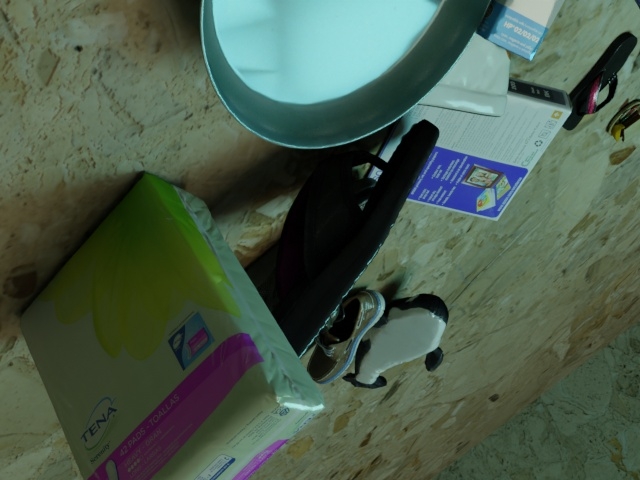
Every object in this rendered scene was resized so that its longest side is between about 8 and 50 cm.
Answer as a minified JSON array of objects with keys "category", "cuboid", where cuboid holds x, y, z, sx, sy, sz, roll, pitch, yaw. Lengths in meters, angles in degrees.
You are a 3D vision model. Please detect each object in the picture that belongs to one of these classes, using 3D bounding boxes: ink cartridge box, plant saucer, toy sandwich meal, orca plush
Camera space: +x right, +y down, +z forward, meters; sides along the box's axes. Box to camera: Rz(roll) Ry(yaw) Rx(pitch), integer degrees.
[{"category":"ink cartridge box","cuboid":[0.179,-0.125,1.372,0.208,0.045,0.206,10,135,-19]},{"category":"plant saucer","cuboid":[0.028,-0.227,0.922,0.317,0.044,0.318,-24,137,-24]},{"category":"toy sandwich meal","cuboid":[0.522,-0.199,1.824,0.085,0.029,0.086,-32,156,-16]},{"category":"orca plush","cuboid":[0.142,0.158,1.829,0.287,0.151,0.102,106,10,-50]},{"category":"ink cartridge box","cuboid":[0.204,-0.278,1.042,0.061,0.104,0.181,19,108,-27]}]

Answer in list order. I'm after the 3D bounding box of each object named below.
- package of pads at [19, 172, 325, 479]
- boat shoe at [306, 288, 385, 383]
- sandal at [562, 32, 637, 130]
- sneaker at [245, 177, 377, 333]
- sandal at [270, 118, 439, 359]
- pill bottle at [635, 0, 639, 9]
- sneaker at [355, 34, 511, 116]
[{"category":"package of pads","cuboid":[-0.157,0.117,1.044,0.229,0.297,0.101,-45,144,17]},{"category":"boat shoe","cuboid":[0.025,0.149,1.690,0.066,0.066,0.183,6,121,-53]},{"category":"sandal","cuboid":[0.415,-0.226,1.599,0.067,0.040,0.179,-16,148,-44]},{"category":"sneaker","cuboid":[0.014,0.030,1.360,0.227,0.130,0.087,-44,159,6]},{"category":"sandal","cuboid":[0.000,0.000,1.181,0.446,0.107,0.167,-54,-177,-32]},{"category":"pill bottle","cuboid":[0.457,-0.331,1.327,0.152,0.152,0.272,-45,156,14]},{"category":"sneaker","cuboid":[0.098,-0.204,1.132,0.290,0.105,0.123,-1,106,-47]}]
